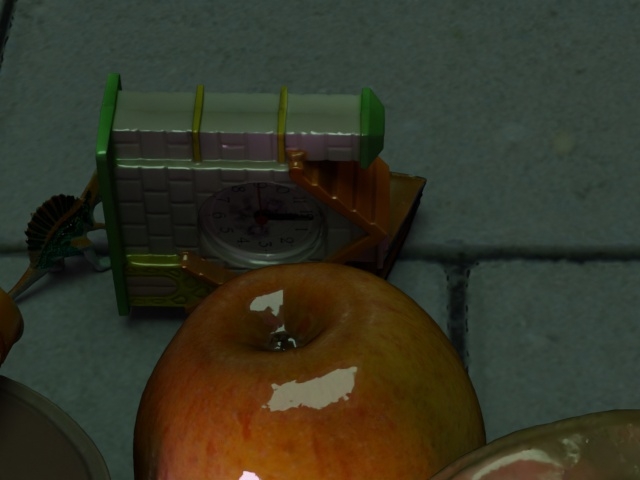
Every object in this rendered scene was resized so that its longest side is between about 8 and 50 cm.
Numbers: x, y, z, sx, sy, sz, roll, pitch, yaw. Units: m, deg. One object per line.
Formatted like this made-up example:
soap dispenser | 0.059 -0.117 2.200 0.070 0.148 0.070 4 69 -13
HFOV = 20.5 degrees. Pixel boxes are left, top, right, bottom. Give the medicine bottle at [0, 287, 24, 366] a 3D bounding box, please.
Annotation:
medicine bottle | -0.300 0.114 1.293 0.096 0.096 0.192 13 47 13

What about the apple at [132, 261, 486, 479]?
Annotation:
apple | -0.010 0.154 1.421 0.299 0.275 0.299 -5 44 5

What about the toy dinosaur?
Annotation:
toy dinosaur | -0.253 -0.003 1.685 0.187 0.106 0.044 -28 52 -24

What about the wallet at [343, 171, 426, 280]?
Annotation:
wallet | 0.001 0.002 1.722 0.161 0.042 0.195 11 51 21

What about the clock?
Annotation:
clock | -0.065 -0.038 1.603 0.255 0.220 0.106 1 49 2

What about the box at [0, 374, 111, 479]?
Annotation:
box | -0.297 0.270 1.355 0.301 0.216 0.301 -1 48 2

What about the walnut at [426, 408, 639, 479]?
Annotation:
walnut | 0.208 0.295 1.215 0.383 0.383 0.383 -1 46 1
